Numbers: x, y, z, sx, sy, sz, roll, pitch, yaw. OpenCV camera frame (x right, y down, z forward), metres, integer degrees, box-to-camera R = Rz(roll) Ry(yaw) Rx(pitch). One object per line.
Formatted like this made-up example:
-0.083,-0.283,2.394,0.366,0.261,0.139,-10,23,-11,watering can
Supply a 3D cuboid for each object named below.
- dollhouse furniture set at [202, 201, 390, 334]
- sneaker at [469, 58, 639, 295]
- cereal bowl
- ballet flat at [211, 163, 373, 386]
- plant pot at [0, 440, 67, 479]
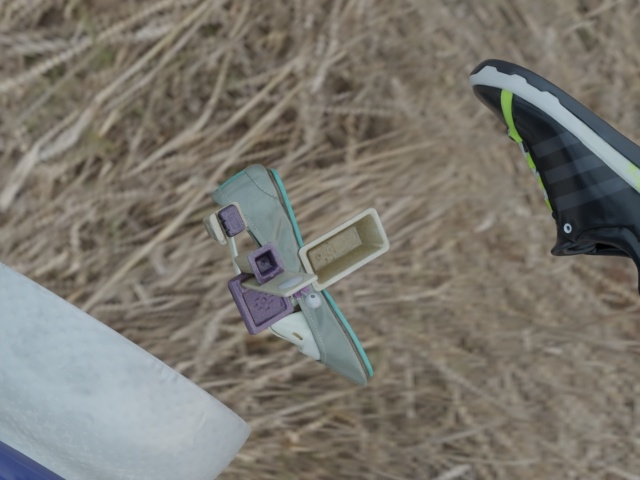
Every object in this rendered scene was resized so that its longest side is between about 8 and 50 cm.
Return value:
0.000,0.000,1.214,0.114,0.081,0.091,-30,107,-24,dollhouse furniture set
0.177,-0.038,1.302,0.235,0.084,0.097,40,98,27,sneaker
-0.241,0.144,1.753,0.339,0.339,0.141,33,81,-7,cereal bowl
-0.029,0.039,1.562,0.068,0.072,0.213,-28,104,-10,ballet flat
-0.180,0.269,1.017,0.236,0.212,0.236,-48,136,2,plant pot
